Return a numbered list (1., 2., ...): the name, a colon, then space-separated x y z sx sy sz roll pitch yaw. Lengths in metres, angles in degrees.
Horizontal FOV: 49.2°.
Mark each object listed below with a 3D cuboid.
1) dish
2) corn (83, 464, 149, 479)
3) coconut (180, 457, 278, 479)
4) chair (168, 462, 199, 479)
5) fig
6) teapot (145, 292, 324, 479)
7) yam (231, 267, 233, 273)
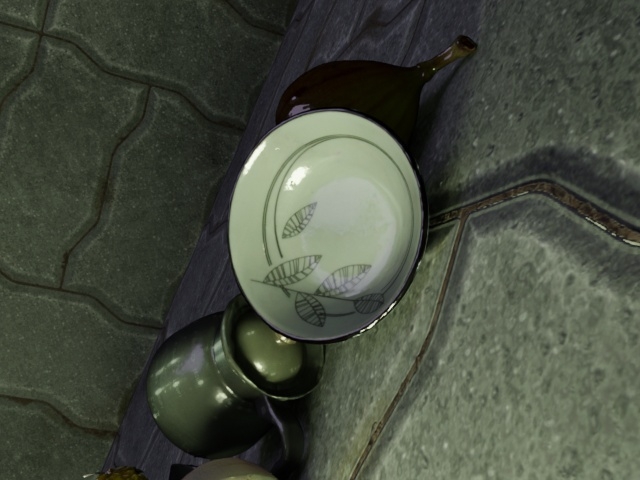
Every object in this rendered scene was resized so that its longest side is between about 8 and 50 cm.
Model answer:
1. dish: 0.021 -0.018 0.946 0.316 0.106 0.317 -1 88 34
2. corn: -0.239 0.416 0.884 0.106 0.106 0.305 -62 33 17
3. coconut: -0.122 0.365 0.899 0.183 0.170 0.171 -15 52 64
4. chair: -0.194 0.458 1.019 0.140 0.145 0.221 -12 46 43
5. fig: 0.096 -0.199 1.055 0.320 0.217 0.217 -28 31 19
6. teapot: -0.123 0.217 1.050 0.285 0.223 0.305 -43 24 40
7. yam: -0.146 -0.009 1.736 0.274 0.061 0.061 -56 18 30
